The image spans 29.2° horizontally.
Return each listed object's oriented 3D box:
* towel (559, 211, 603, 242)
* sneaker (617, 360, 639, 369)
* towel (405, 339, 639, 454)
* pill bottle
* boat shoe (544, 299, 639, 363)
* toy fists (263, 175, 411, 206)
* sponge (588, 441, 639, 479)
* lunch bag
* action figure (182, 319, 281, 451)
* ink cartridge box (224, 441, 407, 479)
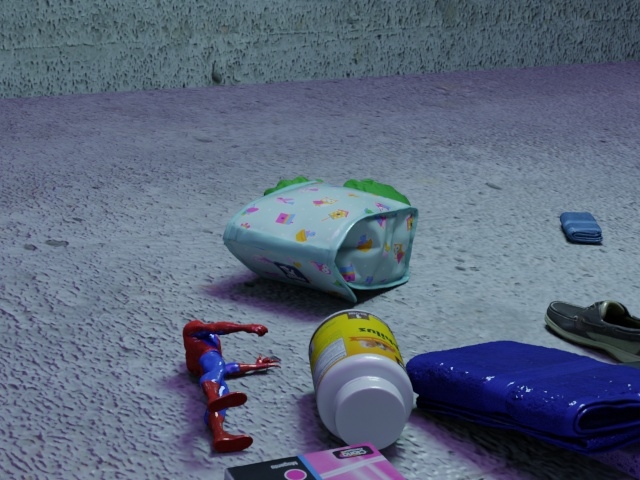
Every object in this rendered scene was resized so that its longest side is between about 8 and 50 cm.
[{"bbox_3d":[0.490,-0.024,2.319,0.067,0.029,0.119,3,19,1],"label":"towel"},{"bbox_3d":[0.476,0.177,1.627,0.118,0.083,0.222,3,6,43],"label":"sneaker"},{"bbox_3d":[0.277,0.192,1.525,0.228,0.076,0.308,-4,9,-37],"label":"towel"},{"bbox_3d":[0.050,0.174,1.521,0.117,0.117,0.215,1,19,-5],"label":"pill bottle"},{"bbox_3d":[0.422,0.121,1.798,0.080,0.073,0.223,-10,22,-33],"label":"boat shoe"},{"bbox_3d":[0.033,-0.058,2.268,0.279,0.096,0.142,0,28,-12],"label":"toy fists"},{"bbox_3d":[0.431,0.263,1.438,0.117,0.031,0.210,-12,23,-39],"label":"sponge"},{"bbox_3d":[0.000,0.000,1.984,0.223,0.160,0.262,15,16,31],"label":"lunch bag"},{"bbox_3d":[-0.102,0.164,1.579,0.139,0.091,0.280,-9,22,-14],"label":"action figure"},{"bbox_3d":[0.048,0.315,1.189,0.176,0.069,0.371,-6,22,-23],"label":"ink cartridge box"}]
